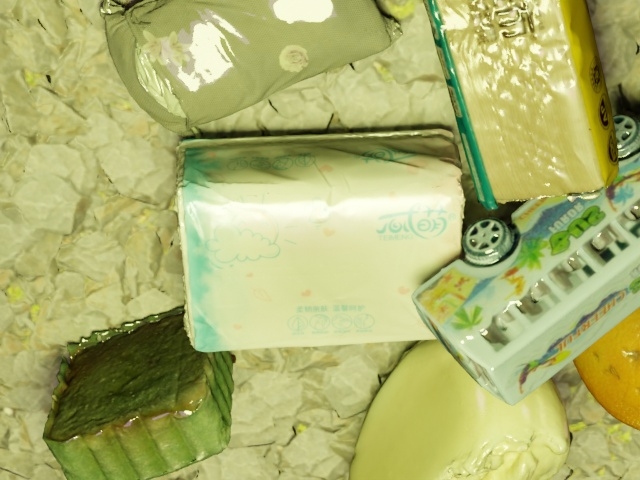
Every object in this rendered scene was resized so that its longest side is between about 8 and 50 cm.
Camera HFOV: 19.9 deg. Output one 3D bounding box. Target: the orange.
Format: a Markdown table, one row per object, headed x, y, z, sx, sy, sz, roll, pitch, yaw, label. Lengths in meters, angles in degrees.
| x | y | z | sx | sy | sz | roll | pitch | yaw | label |
| --- | --- | --- | --- | --- | --- | --- | --- | --- | --- |
| 0.336 | 0.092 | 1.753 | 0.206 | 0.206 | 0.206 | 1 | 121 | 1 | orange |

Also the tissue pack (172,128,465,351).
| x | y | z | sx | sy | sz | roll | pitch | yaw | label |
| --- | --- | --- | --- | --- | --- | --- | --- | --- | --- |
| 0.000 | 0.002 | 1.742 | 0.271 | 0.124 | 0.201 | -3 | 126 | -1 | tissue pack |

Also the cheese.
| x | y | z | sx | sy | sz | roll | pitch | yaw | label |
| --- | --- | --- | --- | --- | --- | --- | --- | --- | --- |
| 0.131 | 0.218 | 1.816 | 0.127 | 0.233 | 0.266 | 22 | 122 | -24 | cheese |

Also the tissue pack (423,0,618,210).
| x | y | z | sx | sy | sz | roll | pitch | yaw | label |
| --- | --- | --- | --- | --- | --- | --- | --- | --- | --- |
| 0.168 | -0.187 | 1.588 | 0.134 | 0.192 | 0.270 | -12 | 120 | 10 | tissue pack |

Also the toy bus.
| x | y | z | sx | sy | sz | roll | pitch | yaw | label |
| --- | --- | --- | --- | --- | --- | --- | --- | --- | --- |
| 0.249 | 0.002 | 1.669 | 0.330 | 0.136 | 0.109 | -39 | 138 | -3 | toy bus |

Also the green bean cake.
| x | y | z | sx | sy | sz | roll | pitch | yaw | label |
| --- | --- | --- | --- | --- | --- | --- | --- | --- | --- |
| -0.175 | 0.161 | 1.812 | 0.173 | 0.181 | 0.094 | -18 | 120 | 9 | green bean cake |

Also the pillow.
| x | y | z | sx | sy | sz | roll | pitch | yaw | label |
| --- | --- | --- | --- | --- | --- | --- | --- | --- | --- |
| -0.070 | -0.191 | 1.671 | 0.255 | 0.059 | 0.169 | -24 | 115 | 16 | pillow |
